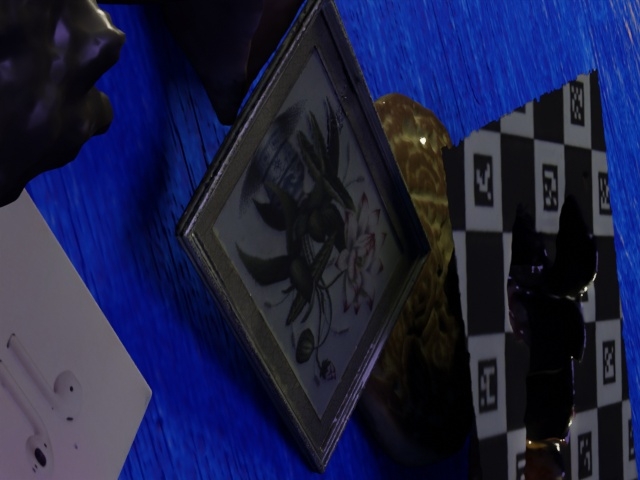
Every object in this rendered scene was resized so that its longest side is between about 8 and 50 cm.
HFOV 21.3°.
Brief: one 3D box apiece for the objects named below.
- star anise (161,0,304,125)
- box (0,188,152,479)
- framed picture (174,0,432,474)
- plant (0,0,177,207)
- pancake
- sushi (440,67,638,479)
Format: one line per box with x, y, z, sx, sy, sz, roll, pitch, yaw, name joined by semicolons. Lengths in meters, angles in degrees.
-0.047;-0.236;0.887;0.292;0.109;0.350;52;44;-81;star anise
-0.132;0.065;0.668;0.129;0.051;0.130;62;31;-34;box
0.000;0.000;0.930;0.173;0.010;0.231;-63;147;-27;framed picture
-0.155;-0.104;0.554;0.321;0.194;0.182;-59;146;-48;plant
0.058;0.026;1.107;0.250;0.031;0.250;-6;90;-65;pancake
0.129;0.069;1.159;0.320;0.068;0.339;-33;117;-60;sushi
